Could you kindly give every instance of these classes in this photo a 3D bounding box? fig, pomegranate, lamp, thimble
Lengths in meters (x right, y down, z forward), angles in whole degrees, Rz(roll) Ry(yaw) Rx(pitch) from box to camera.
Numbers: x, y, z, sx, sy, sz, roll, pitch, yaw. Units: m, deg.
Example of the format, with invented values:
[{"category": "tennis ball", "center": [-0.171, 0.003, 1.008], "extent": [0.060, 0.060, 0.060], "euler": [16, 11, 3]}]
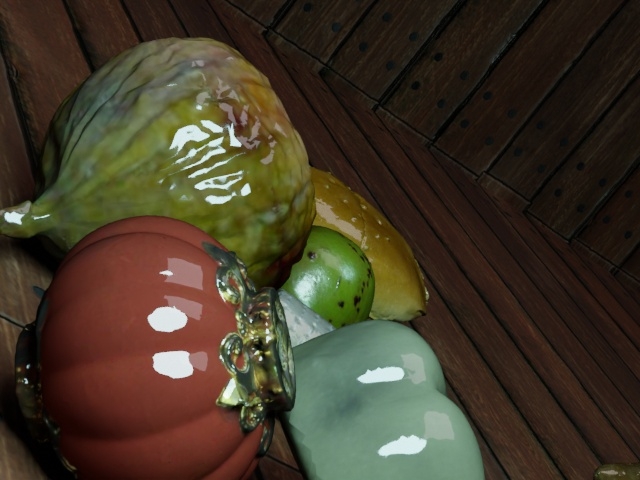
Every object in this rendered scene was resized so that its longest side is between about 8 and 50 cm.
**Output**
[{"category": "fig", "center": [-0.201, -0.036, 1.473], "extent": [0.368, 0.286, 0.286], "euler": [-14, 46, -33]}, {"category": "pomegranate", "center": [-0.004, 0.075, 1.695], "extent": [0.205, 0.159, 0.159], "euler": [54, 17, 18]}, {"category": "lamp", "center": [-0.127, 0.095, 1.173], "extent": [0.227, 0.227, 0.227], "euler": [37, 13, -10]}, {"category": "thimble", "center": [-0.036, 0.112, 1.573], "extent": [0.090, 0.102, 0.115], "euler": [38, 42, -5]}]

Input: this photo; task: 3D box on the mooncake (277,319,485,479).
[{"category": "mooncake", "center": [0.056, 0.193, 1.289], "extent": [0.275, 0.135, 0.275], "euler": [158, -90, -85]}]

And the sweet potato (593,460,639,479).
[{"category": "sweet potato", "center": [0.498, 0.364, 2.204], "extent": [0.341, 0.092, 0.114], "euler": [32, 31, -24]}]

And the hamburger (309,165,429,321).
[{"category": "hamburger", "center": [0.022, 0.024, 1.941], "extent": [0.283, 0.144, 0.156], "euler": [38, 13, -14]}]
